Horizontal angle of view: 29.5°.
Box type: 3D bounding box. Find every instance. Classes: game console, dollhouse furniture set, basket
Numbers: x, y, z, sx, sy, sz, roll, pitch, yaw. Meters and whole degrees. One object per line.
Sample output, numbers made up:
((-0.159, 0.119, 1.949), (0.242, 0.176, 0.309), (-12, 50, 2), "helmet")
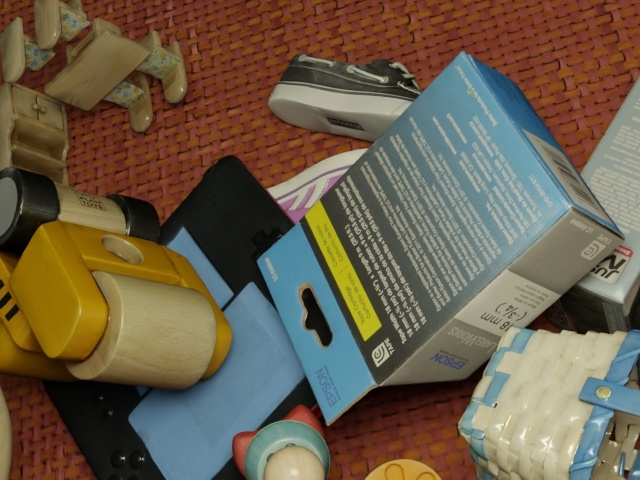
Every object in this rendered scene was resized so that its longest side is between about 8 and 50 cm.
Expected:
((-0.144, 0.133, 1.427), (0.386, 0.060, 0.342), (-47, 59, 10), "game console")
((-0.326, -0.180, 1.618), (0.242, 0.212, 0.161), (-35, 53, 32), "dollhouse furniture set")
((0.292, 0.204, 1.154), (0.289, 0.254, 0.201), (21, 61, 27), "basket")

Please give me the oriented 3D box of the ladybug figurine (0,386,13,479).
((-0.518, 0.312, 1.325), (0.305, 0.162, 0.449), (34, 69, 8), "ladybug figurine")

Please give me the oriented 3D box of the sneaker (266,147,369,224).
((0.000, 0.000, 1.478), (0.282, 0.102, 0.161), (-23, 62, 20), "sneaker")

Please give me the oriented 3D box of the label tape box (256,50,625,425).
((0.110, 0.009, 1.255), (0.334, 0.106, 0.240), (-45, 47, 23), "label tape box")

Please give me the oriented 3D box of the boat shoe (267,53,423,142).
((0.079, -0.180, 1.534), (0.301, 0.108, 0.102), (13, 71, 32), "boat shoe")

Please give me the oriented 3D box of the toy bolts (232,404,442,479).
((0.021, 0.275, 1.236), (0.218, 0.158, 0.228), (-30, 98, -5), "toy bolts")

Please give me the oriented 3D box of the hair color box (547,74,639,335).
((0.376, -0.073, 1.321), (0.114, 0.185, 0.374), (27, 76, 28), "hair color box")

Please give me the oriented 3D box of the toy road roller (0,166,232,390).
((-0.280, 0.090, 1.393), (0.240, 0.203, 0.329), (-58, 46, 18), "toy road roller")

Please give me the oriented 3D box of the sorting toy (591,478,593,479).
((0.255, 0.285, 1.277), (0.061, 0.042, 0.102), (7, 54, 6), "sorting toy")
